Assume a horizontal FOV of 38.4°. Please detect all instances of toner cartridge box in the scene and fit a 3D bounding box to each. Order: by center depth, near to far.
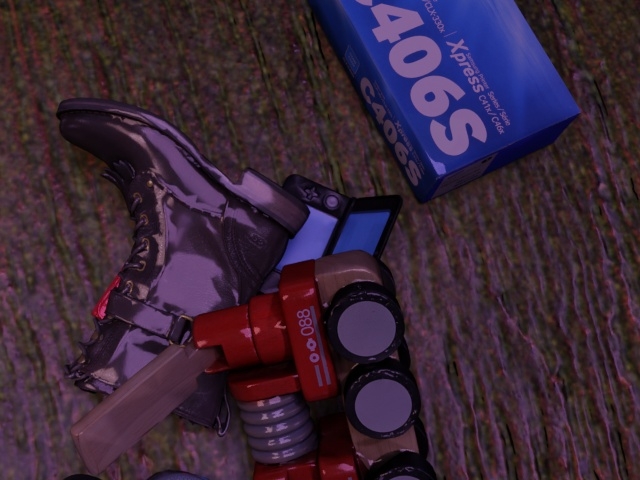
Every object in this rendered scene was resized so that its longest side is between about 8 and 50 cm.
[{"bbox_3d":[0.093,-0.227,0.911,0.165,0.075,0.348,-25,78,-16],"label":"toner cartridge box"}]

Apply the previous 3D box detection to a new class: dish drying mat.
[{"bbox_3d":[-0.169,0.039,0.824,0.032,0.008,0.083,32,71,0],"label":"dish drying mat"}]

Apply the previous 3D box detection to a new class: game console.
[{"bbox_3d":[0.000,0.000,0.829,0.107,0.071,0.122,24,71,-1],"label":"game console"}]

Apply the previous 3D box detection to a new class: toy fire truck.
[{"bbox_3d":[-0.044,0.141,0.718,0.246,0.158,0.217,-12,103,4],"label":"toy fire truck"}]

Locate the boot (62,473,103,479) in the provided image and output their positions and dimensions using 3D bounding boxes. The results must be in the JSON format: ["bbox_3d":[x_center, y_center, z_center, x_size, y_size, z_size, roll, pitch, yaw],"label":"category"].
[{"bbox_3d":[-0.138,0.294,0.660,0.244,0.176,0.088,51,32,8],"label":"boot"}]

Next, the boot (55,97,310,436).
[{"bbox_3d":[-0.154,0.021,0.784,0.262,0.091,0.229,27,81,2],"label":"boot"}]

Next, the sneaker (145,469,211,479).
[{"bbox_3d":[-0.059,0.290,0.702,0.104,0.125,0.262,-29,80,-17],"label":"sneaker"}]
